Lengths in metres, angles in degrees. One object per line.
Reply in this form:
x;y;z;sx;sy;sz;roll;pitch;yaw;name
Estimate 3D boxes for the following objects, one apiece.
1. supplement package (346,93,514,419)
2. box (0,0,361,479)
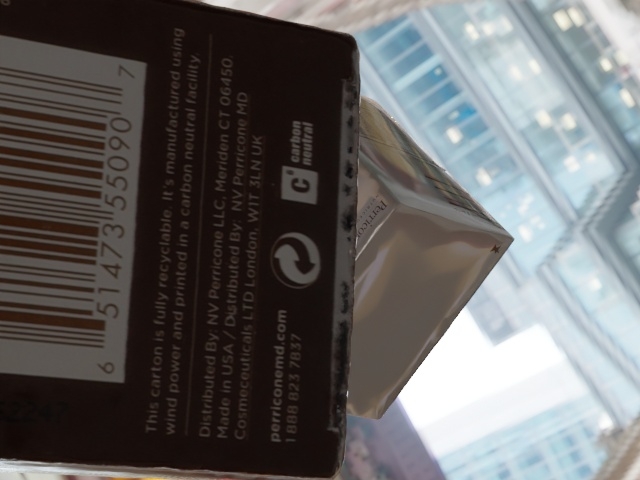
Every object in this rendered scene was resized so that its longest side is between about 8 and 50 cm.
0.000;0.000;1.167;0.149;0.194;0.203;16;-155;-47;supplement package
-0.106;0.006;0.572;0.167;0.203;0.168;7;-100;-27;box
